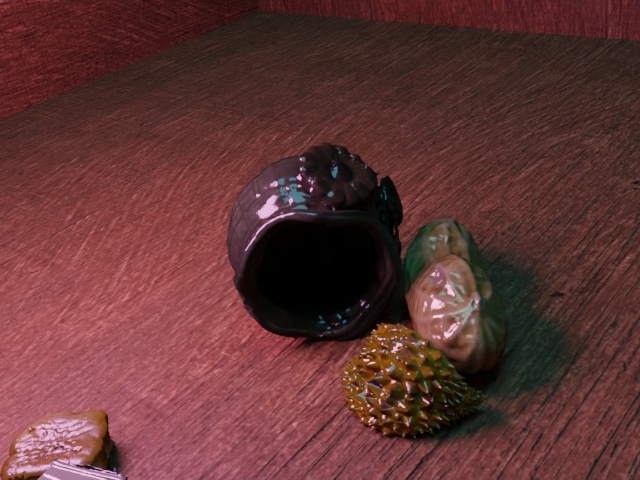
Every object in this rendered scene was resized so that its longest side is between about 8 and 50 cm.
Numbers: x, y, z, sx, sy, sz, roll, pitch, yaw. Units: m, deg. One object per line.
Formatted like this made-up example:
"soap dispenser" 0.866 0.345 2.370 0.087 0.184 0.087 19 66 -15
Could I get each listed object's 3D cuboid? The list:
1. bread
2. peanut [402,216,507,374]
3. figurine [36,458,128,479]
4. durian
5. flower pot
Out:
"bread" -0.354 0.295 1.052 0.140 0.069 0.128 -10 29 -4
"peanut" 0.201 0.077 1.195 0.140 0.153 0.325 -3 37 1
"figurine" -0.342 0.355 0.797 0.143 0.308 0.308 33 44 13
"durian" 0.115 0.197 1.083 0.132 0.165 0.182 16 32 -50
"flower pot" 0.000 0.000 1.242 0.302 0.301 0.213 -11 37 -4
